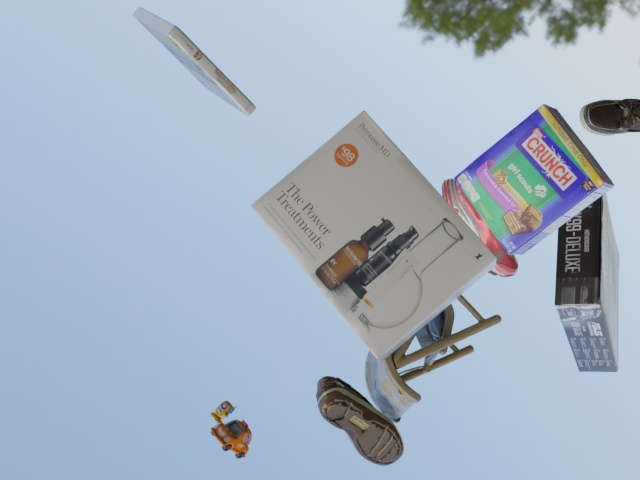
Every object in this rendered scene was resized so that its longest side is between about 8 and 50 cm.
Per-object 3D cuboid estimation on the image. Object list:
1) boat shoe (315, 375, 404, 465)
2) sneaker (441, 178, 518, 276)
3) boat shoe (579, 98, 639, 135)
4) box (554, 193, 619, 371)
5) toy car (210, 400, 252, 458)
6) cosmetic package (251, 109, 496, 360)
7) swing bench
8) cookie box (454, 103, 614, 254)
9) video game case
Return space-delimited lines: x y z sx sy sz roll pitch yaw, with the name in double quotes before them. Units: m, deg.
"boat shoe" 0.081 0.354 1.901 0.257 0.095 0.095 50 -174 -35
"sneaker" 0.416 -0.036 2.263 0.314 0.136 0.116 52 -151 -26
"boat shoe" 0.441 -0.179 1.339 0.152 0.049 0.056 -4 -98 -21
"box" 0.476 0.067 1.670 0.307 0.076 0.242 54 -141 -54
"toy car" -0.119 0.225 1.193 0.060 0.040 0.122 46 179 -32
"cosmetic package" 0.097 -0.010 1.759 0.377 0.284 0.097 49 178 14
"swing bench" 0.200 0.216 1.916 0.254 0.253 0.165 -40 -102 -18
"cookie box" 0.192 -0.054 0.853 0.092 0.107 0.040 57 -156 17
"video game case" -0.226 -0.321 1.679 0.206 0.026 0.227 44 178 -34
